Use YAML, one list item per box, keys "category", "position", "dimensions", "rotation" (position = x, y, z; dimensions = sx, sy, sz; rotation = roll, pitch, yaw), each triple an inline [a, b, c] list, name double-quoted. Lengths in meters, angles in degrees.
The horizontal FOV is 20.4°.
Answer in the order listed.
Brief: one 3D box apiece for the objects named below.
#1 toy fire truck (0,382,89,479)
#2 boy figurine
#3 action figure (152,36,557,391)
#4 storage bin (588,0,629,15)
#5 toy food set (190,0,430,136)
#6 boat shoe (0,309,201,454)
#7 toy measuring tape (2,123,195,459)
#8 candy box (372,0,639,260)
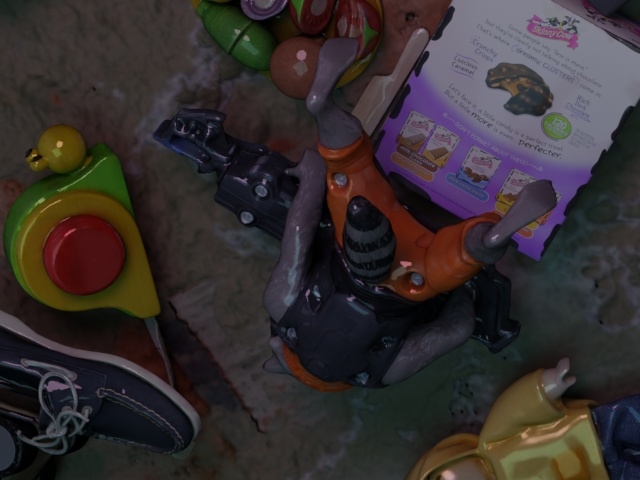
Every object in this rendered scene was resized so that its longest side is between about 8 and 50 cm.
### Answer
- category: "toy fire truck"
  position: [-0.374, 0.161, 1.629]
  dimensions: [0.246, 0.158, 0.217]
  rotation: [46, 112, 14]
- category: "boy figurine"
  position: [0.201, 0.183, 1.501]
  dimensions: [0.285, 0.092, 0.177]
  rotation: [-8, 111, 15]
- category: "action figure"
  position: [0.000, 0.000, 1.381]
  dimensions: [0.341, 0.178, 0.330]
  rotation: [27, 143, 6]
- category: "storage bin"
  position: [0.213, -0.236, 1.336]
  dimensions: [0.135, 0.098, 0.091]
  rotation: [43, 125, -4]
- category: "toy food set"
  position: [-0.022, -0.177, 1.428]
  dimensions: [0.218, 0.071, 0.128]
  rotation: [39, 115, -2]
- category: "boat shoe"
  position: [-0.228, 0.129, 1.514]
  dimensions: [0.255, 0.079, 0.095]
  rotation: [25, 136, 2]
- category: "toy measuring tape"
  position: [-0.200, 0.057, 1.545]
  dimensions: [0.121, 0.121, 0.330]
  rotation: [-5, 115, 17]
- category: "candy box"
  position: [0.154, -0.110, 1.408]
  dimensions: [0.165, 0.070, 0.196]
  rotation: [30, 116, 2]
